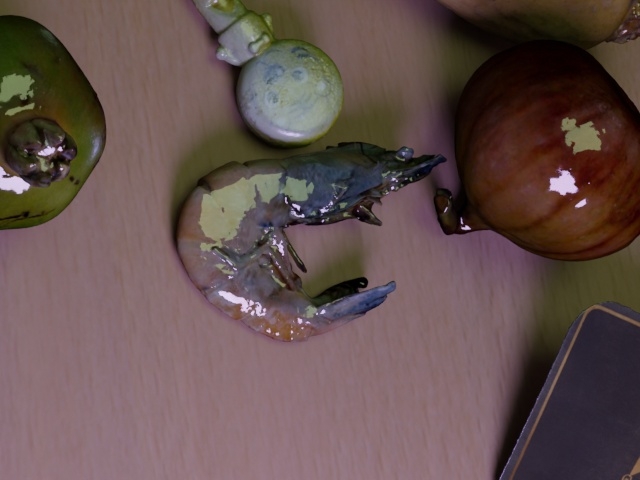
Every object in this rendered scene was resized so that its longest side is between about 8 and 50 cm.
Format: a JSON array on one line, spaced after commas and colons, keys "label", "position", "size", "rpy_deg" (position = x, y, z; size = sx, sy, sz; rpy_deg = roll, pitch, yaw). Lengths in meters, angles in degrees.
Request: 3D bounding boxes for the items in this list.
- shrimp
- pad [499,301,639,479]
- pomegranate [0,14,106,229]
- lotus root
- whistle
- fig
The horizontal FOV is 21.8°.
[{"label": "shrimp", "position": [0.004, -0.001, 1.562], "size": [0.289, 0.075, 0.178], "rpy_deg": [-13, 91, -36]}, {"label": "pad", "position": [0.387, 0.200, 1.673], "size": [0.375, 0.063, 0.315], "rpy_deg": [23, 91, -26]}, {"label": "pomegranate", "position": [-0.252, -0.089, 1.333], "size": [0.180, 0.210, 0.180], "rpy_deg": [-6, 105, -25]}, {"label": "lotus root", "position": [0.217, -0.284, 1.720], "size": [0.343, 0.169, 0.151], "rpy_deg": [28, 46, -22]}, {"label": "whistle", "position": [-0.060, -0.175, 1.585], "size": [0.104, 0.057, 0.198], "rpy_deg": [-41, 92, -19]}, {"label": "fig", "position": [0.232, -0.085, 1.665], "size": [0.235, 0.214, 0.235], "rpy_deg": [22, 39, -19]}]
